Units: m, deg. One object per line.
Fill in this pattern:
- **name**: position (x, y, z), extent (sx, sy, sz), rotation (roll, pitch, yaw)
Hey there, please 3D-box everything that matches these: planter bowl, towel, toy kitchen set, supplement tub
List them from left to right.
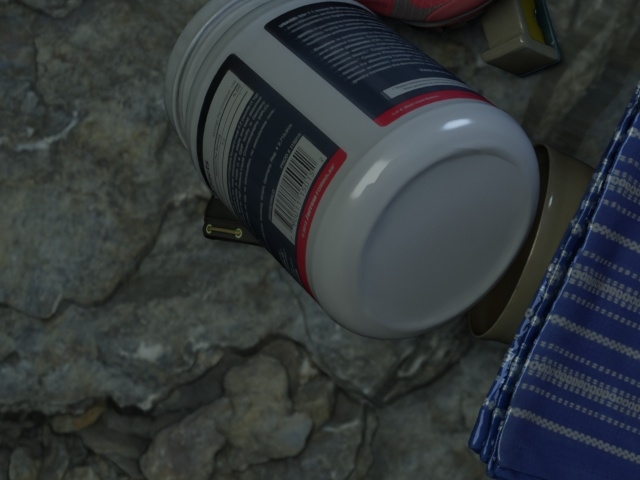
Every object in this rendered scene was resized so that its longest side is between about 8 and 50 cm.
- **supplement tub**: position (0.016, -0.070, 1.035), extent (0.191, 0.191, 0.272), rotation (-52, 47, 8)
- **planter bowl**: position (0.196, 0.015, 1.077), extent (0.109, 0.162, 0.162), rotation (18, 91, -6)
- **toy kitchen set**: position (0.227, -0.248, 1.121), extent (0.207, 0.122, 0.166), rotation (-22, 77, 37)
- **towel**: position (0.272, 0.052, 1.017), extent (0.243, 0.040, 0.336), rotation (23, 94, -25)

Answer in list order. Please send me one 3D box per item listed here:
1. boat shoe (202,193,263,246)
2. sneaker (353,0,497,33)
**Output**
- **boat shoe**: position (0.000, 0.000, 1.179), extent (0.228, 0.081, 0.068), rotation (20, 94, 27)
- **sneaker**: position (0.016, -0.237, 1.124), extent (0.314, 0.136, 0.116), rotation (11, 98, 38)
